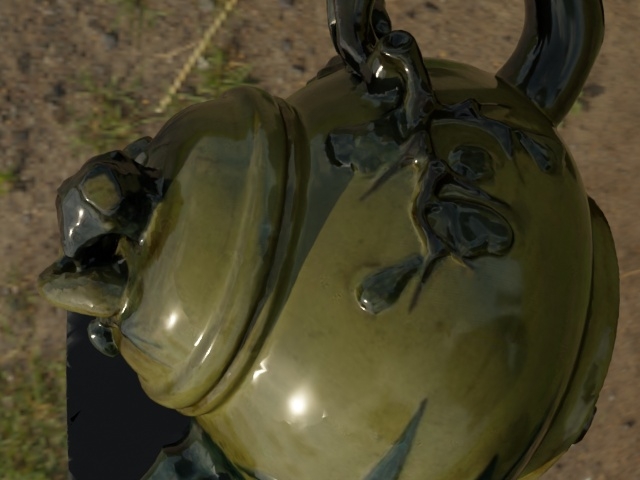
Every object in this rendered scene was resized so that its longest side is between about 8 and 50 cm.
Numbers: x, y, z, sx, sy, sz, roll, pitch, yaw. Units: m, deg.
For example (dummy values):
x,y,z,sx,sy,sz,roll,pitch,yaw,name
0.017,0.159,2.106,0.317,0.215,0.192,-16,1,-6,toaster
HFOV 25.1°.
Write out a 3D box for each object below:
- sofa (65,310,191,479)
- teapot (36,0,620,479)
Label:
x,y,z,sx,sy,sz,roll,pitch,yaw,name
-0.083,0.061,0.653,0.060,0.039,0.117,-4,79,6,sofa
0.000,0.000,0.493,0.269,0.183,0.173,-70,22,13,teapot
